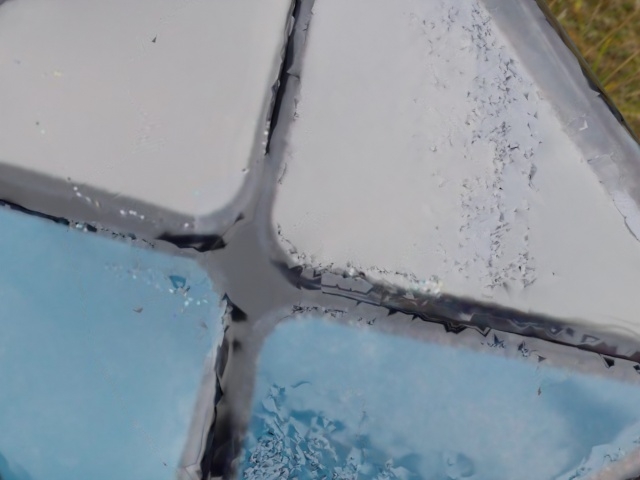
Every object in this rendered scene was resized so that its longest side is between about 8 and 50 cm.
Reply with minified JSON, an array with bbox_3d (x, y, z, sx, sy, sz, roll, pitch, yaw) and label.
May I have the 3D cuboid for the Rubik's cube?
[{"bbox_3d":[0.000,0.000,0.626,0.307,0.310,0.305,-31,87,8],"label":"Rubik's cube"}]
